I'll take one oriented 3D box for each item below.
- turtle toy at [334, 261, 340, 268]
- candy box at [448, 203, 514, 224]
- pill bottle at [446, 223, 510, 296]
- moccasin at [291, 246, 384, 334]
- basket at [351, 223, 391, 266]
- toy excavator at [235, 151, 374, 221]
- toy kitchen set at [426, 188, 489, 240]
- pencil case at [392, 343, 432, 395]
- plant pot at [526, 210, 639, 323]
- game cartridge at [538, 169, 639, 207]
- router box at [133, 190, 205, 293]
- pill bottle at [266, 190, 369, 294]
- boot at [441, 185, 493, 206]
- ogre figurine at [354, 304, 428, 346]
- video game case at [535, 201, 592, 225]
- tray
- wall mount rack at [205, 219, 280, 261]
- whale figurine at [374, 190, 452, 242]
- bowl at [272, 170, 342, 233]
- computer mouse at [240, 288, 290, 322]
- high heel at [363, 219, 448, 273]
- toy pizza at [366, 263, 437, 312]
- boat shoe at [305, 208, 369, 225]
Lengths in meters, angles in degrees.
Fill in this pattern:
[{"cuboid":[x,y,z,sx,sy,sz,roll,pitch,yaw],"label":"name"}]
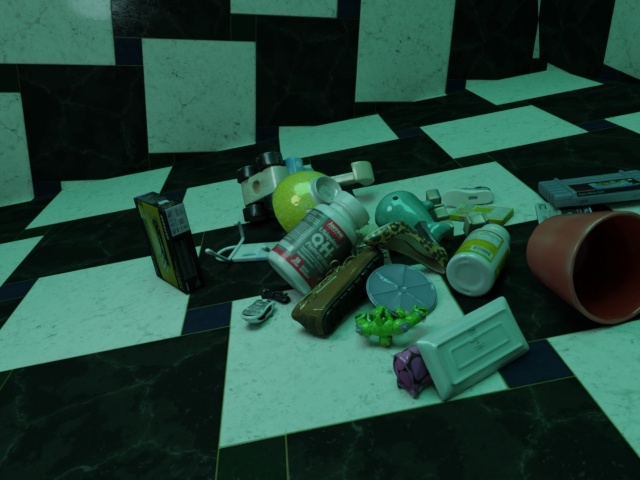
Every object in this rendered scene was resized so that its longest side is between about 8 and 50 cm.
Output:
[{"cuboid":[0.010,0.058,1.980,0.130,0.066,0.095,-2,25,18],"label":"turtle toy"},{"cuboid":[0.572,-0.095,2.126,0.205,0.027,0.105,9,33,38],"label":"candy box"},{"cuboid":[0.469,0.047,1.727,0.136,0.137,0.245,5,28,32],"label":"pill bottle"},{"cuboid":[0.061,0.132,1.737,0.146,0.139,0.380,18,46,33],"label":"moccasin"},{"cuboid":[0.160,0.025,1.945,0.113,0.103,0.167,-13,25,-1],"label":"basket"},{"cuboid":[-0.062,-0.237,2.459,0.445,0.223,0.432,-3,-14,-45],"label":"toy excavator"},{"cuboid":[0.475,-0.080,2.074,0.166,0.122,0.207,-11,44,-1],"label":"toy kitchen set"},{"cuboid":[0.270,0.273,1.375,0.209,0.095,0.098,-21,66,-21],"label":"pencil case"},{"cuboid":[0.678,0.045,1.519,0.274,0.275,0.243,-15,14,-10],"label":"plant pot"},{"cuboid":[0.973,-0.185,2.084,0.354,0.068,0.230,-7,13,7],"label":"game cartridge"},{"cuboid":[-0.515,0.003,2.027,0.081,0.309,0.242,-26,27,-32],"label":"router box"},{"cuboid":[0.000,0.000,1.846,0.318,0.176,0.176,-46,34,-11],"label":"pill bottle"},{"cuboid":[0.557,-0.171,2.267,0.189,0.069,0.086,2,19,9],"label":"boot"},{"cuboid":[0.169,0.212,1.547,0.196,0.097,0.118,12,19,20],"label":"ogre figurine"},{"cuboid":[0.824,-0.088,2.014,0.173,0.022,0.190,-4,24,17],"label":"video game case"},{"cuboid":[0.357,0.239,1.353,0.270,0.145,0.030,-22,-7,-24],"label":"tray"},{"cuboid":[-0.239,0.016,2.102,0.349,0.131,0.304,-5,25,15],"label":"wall mount rack"},{"cuboid":[0.299,-0.074,1.972,0.216,0.141,0.272,-39,42,-19],"label":"whale figurine"},{"cuboid":[-0.010,-0.143,2.124,0.289,0.289,0.156,-35,-3,-42],"label":"bowl"},{"cuboid":[-0.173,0.203,1.778,0.106,0.042,0.193,7,24,25],"label":"computer mouse"},{"cuboid":[0.264,0.035,1.786,0.261,0.093,0.186,-10,61,-31],"label":"high heel"},{"cuboid":[0.227,0.146,1.679,0.201,0.032,0.201,4,44,-4],"label":"toy pizza"},{"cuboid":[0.057,-0.044,2.020,0.277,0.096,0.098,15,-4,-40],"label":"boat shoe"}]
